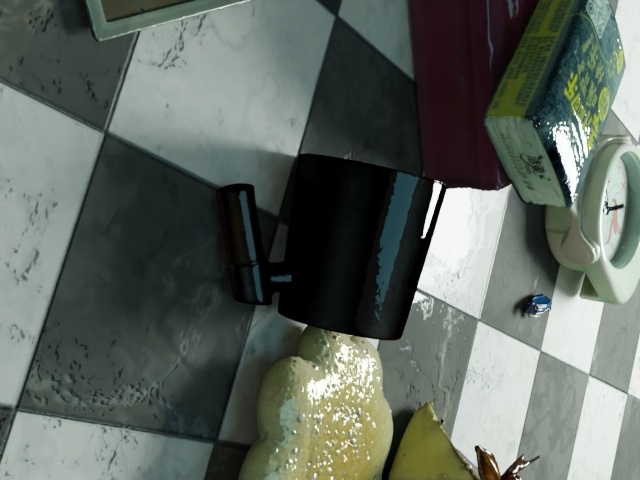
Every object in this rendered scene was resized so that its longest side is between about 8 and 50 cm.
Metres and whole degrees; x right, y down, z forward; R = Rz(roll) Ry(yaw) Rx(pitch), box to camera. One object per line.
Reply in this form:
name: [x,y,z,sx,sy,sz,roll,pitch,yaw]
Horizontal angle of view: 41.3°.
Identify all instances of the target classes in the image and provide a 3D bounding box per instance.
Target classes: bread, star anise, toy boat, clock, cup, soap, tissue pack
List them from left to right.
cup: [0.003,0.000,0.932,0.166,0.239,0.177,-129,-129,-86]
bread: [0.009,0.247,0.989,0.316,0.054,0.316,-11,102,-58]
bread: [0.195,0.344,1.161,0.178,0.135,0.240,-60,136,-51]
soap: [0.233,-0.267,1.149,0.233,0.128,0.359,-26,116,-47]
star anise: [0.276,0.380,1.329,0.144,0.140,0.158,-54,152,-76]
toy boat: [0.366,0.115,1.446,0.083,0.038,0.038,-9,103,-50]
tissue pack: [0.311,-0.195,1.094,0.185,0.081,0.257,51,58,-43]
clock: [0.497,-0.057,1.519,0.324,0.108,0.265,41,66,-45]

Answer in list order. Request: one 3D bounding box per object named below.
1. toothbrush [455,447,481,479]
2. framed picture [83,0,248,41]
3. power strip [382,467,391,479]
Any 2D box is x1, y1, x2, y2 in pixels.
toothbrush: [0.292,0.416,1.403,0.354,0.029,0.024,47,46,-43]
framed picture: [-0.131,-0.316,0.785,0.274,0.017,0.217,-29,117,-44]
power strip: [0.104,0.362,1.165,0.038,0.029,0.111,-47,128,-41]
